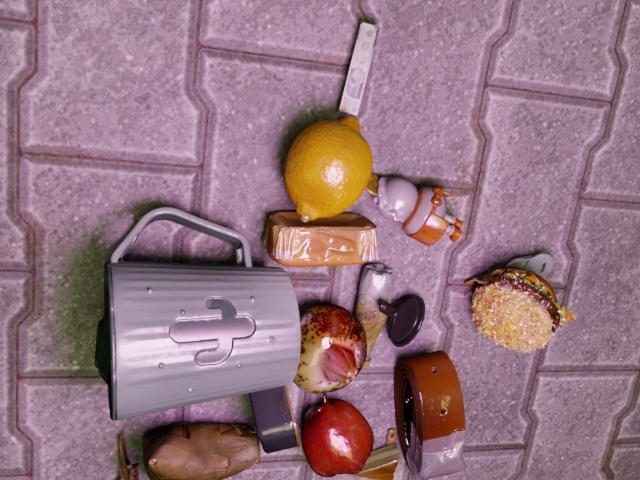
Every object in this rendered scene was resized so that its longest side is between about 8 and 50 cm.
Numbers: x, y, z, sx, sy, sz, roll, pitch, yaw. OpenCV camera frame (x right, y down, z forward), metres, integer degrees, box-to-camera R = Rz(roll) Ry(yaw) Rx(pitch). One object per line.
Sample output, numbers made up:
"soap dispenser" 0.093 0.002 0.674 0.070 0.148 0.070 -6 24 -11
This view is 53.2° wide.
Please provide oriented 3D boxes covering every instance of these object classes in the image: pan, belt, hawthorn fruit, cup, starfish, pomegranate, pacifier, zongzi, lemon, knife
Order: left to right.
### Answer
"starfish" -0.452 0.570 1.494 0.057 0.213 0.238 -3 153 -42
"cup" -0.262 0.150 1.316 0.392 0.310 0.401 -2 110 -21
"zongzi" -0.255 0.478 1.430 0.273 0.300 0.145 -2 74 -17
"lemon" 0.014 -0.153 1.359 0.186 0.187 0.244 20 100 -21
"pomegranate" 0.020 0.257 1.455 0.214 0.248 0.214 -5 103 -19
"hawthorn fruit" 0.034 0.474 1.578 0.185 0.185 0.202 -19 94 -9
"knife" 0.187 0.645 1.751 0.047 0.017 0.298 0 107 -20
"pan" 0.187 0.181 1.543 0.235 0.028 0.136 36 81 -53
"belt" 0.275 0.443 1.603 0.122 0.217 0.339 -9 111 -13
"pacifier" 0.534 0.099 1.628 0.150 0.117 0.127 -7 134 -18

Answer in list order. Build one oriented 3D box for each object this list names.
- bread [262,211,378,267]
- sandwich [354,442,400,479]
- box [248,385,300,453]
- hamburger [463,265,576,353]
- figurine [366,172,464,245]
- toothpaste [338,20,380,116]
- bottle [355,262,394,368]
"bread" 0.000 0.000 1.424 0.241 0.136 0.107 -1 106 -19
"sandwich" 0.140 0.573 1.675 0.116 0.074 0.074 11 108 -7
"box" -0.108 0.408 1.485 0.090 0.145 0.201 -13 154 -7
"hamburger" 0.469 0.169 1.566 0.262 0.243 0.139 45 59 -11
"figurine" 0.215 -0.081 1.465 0.271 0.143 0.143 38 94 -24
"toothpaste" 0.080 -0.372 1.384 0.047 0.040 0.196 10 104 -14
"bottle" 0.120 0.190 1.553 0.083 0.083 0.270 4 111 -17
